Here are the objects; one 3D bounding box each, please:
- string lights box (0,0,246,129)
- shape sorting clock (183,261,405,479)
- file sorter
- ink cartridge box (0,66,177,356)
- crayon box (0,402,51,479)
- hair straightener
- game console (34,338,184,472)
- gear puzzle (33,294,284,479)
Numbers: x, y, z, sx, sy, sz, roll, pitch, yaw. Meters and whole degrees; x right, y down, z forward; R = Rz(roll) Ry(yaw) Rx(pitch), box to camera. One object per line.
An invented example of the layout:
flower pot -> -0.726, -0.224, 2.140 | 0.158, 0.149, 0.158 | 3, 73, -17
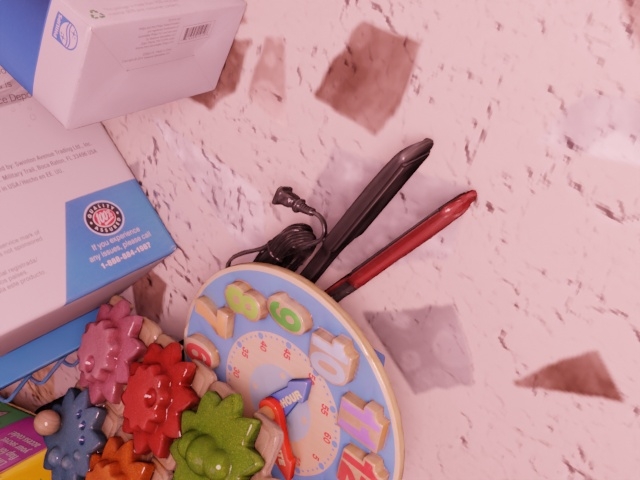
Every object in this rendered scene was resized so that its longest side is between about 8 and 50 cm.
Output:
string lights box -> -0.191, -0.194, 0.493 | 0.260, 0.133, 0.076 | 42, 129, 15
shape sorting clock -> -0.029, 0.115, 0.517 | 0.206, 0.040, 0.206 | 15, 116, 33
file sorter -> -0.303, 0.090, 0.673 | 0.118, 0.170, 0.104 | 51, 125, 7
ink cartridge box -> -0.297, -0.062, 0.572 | 0.129, 0.223, 0.307 | -33, 89, 42
crayon box -> -0.369, 0.340, 0.838 | 0.363, 0.106, 0.313 | 3, 107, 43
hair straightener -> 0.000, 0.000, 0.503 | 0.089, 0.047, 0.230 | 53, 135, 5
game console -> -0.121, 0.279, 0.713 | 0.387, 0.060, 0.341 | -27, 86, 40
gear puzzle -> -0.111, 0.171, 0.510 | 0.339, 0.044, 0.175 | 27, 95, 44
